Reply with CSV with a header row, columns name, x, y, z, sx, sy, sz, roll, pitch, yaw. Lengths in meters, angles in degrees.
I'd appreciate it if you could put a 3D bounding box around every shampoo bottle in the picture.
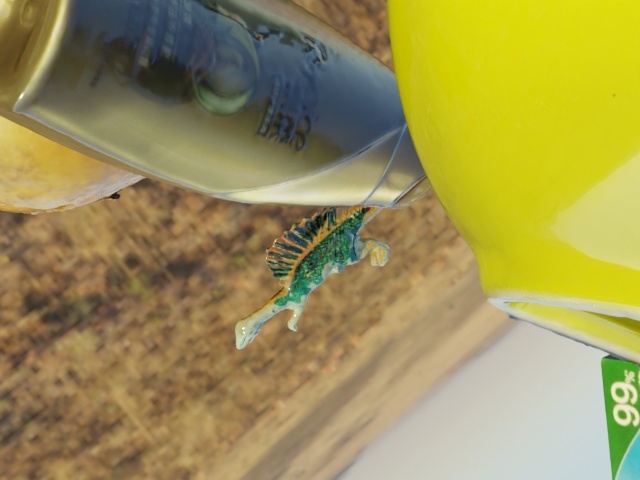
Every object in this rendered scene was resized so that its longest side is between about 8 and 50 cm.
name,x,y,z,sx,sy,sz,roll,pitch,yaw
shampoo bottle,-0.046,-0.085,0.802,0.350,0.084,0.125,18,88,-50

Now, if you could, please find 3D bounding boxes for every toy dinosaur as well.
name,x,y,z,sx,sy,sz,roll,pitch,yaw
toy dinosaur,0.003,0.002,0.981,0.106,0.044,0.187,-4,139,-46

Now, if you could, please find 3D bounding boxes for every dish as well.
name,x,y,z,sx,sy,sz,roll,pitch,yaw
dish,0.132,-0.009,0.412,0.262,0.221,0.108,24,80,-46

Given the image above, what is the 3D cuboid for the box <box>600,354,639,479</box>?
name,x,y,z,sx,sy,sz,roll,pitch,yaw
box,0.208,0.140,0.603,0.139,0.194,0.073,0,-169,44

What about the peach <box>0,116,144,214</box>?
name,x,y,z,sx,sy,sz,roll,pitch,yaw
peach,-0.215,-0.193,1.111,0.372,0.372,0.290,-46,-170,36
